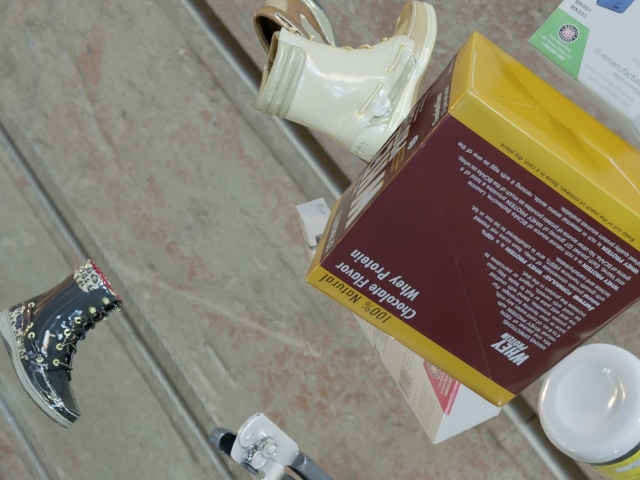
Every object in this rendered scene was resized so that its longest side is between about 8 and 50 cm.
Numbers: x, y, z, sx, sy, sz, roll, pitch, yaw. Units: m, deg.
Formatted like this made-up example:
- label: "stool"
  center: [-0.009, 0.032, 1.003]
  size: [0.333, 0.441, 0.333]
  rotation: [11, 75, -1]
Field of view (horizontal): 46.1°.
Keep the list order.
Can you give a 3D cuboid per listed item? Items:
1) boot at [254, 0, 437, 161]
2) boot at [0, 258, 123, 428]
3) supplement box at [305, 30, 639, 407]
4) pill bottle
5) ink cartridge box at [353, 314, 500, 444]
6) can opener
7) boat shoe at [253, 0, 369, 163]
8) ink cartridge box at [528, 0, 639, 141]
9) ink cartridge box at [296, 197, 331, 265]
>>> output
- label: "boot"
  center: [0.036, -0.244, 1.001]
  size: [0.203, 0.262, 0.095]
  rotation: [22, 159, -8]
- label: "boot"
  center: [-0.382, 0.151, 1.161]
  size: [0.236, 0.179, 0.085]
  rotation: [49, 171, 31]
- label: "supplement box"
  center: [0.128, -0.012, 0.578]
  size: [0.191, 0.129, 0.194]
  rotation: [34, 124, -9]
- label: "pill bottle"
  center: [0.525, 0.316, 1.238]
  size: [0.188, 0.334, 0.188]
  rotation: [-34, 39, 32]
- label: "ink cartridge box"
  center: [0.150, 0.111, 1.076]
  size: [0.283, 0.117, 0.207]
  rotation: [58, 158, 34]
- label: "can opener"
  center: [-0.047, 0.343, 1.120]
  size: [0.093, 0.074, 0.280]
  rotation: [9, 148, 50]
- label: "boat shoe"
  center: [-0.003, -0.263, 1.259]
  size: [0.324, 0.120, 0.122]
  rotation: [54, 139, -1]
- label: "ink cartridge box"
  center: [0.356, -0.238, 0.797]
  size: [0.212, 0.093, 0.154]
  rotation: [-47, 60, 15]
- label: "ink cartridge box"
  center: [0.000, 0.000, 1.435]
  size: [0.099, 0.056, 0.135]
  rotation: [-117, 13, -67]
